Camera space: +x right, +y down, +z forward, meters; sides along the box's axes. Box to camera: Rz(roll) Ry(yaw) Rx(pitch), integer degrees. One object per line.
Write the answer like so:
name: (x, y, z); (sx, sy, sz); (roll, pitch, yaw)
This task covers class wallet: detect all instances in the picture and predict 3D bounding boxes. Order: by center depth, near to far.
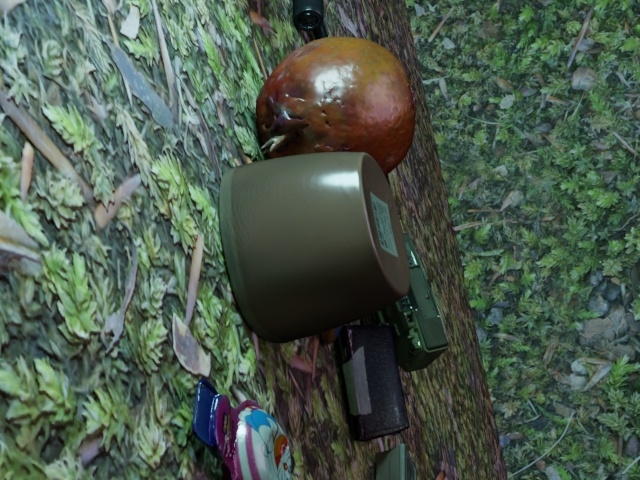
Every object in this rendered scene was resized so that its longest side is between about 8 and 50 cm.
wallet: (0.098, 0.272, 1.783); (0.262, 0.072, 0.220); (16, 66, -68)

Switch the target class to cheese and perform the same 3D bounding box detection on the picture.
cheese: (-0.093, 0.254, 1.124); (0.244, 0.062, 0.155); (58, 25, -46)

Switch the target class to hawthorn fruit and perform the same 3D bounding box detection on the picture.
hawthorn fruit: (0.005, -0.199, 1.544); (0.307, 0.276, 0.275); (-37, 113, -51)

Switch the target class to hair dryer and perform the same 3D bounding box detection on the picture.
hair dryer: (-0.001, -0.467, 2.077); (0.255, 0.070, 0.128); (64, 19, -50)

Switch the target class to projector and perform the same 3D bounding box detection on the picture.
projector: (0.170, 0.139, 1.962); (0.193, 0.088, 0.269); (119, -44, -60)

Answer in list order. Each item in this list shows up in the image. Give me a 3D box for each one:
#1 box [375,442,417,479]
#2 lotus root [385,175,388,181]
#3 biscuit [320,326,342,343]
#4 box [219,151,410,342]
box: (0.145, 0.462, 1.764); (0.122, 0.062, 0.089); (-84, 154, -53)
lotus root: (0.058, -0.137, 1.817); (0.275, 0.152, 0.160); (2, 79, -73)
biscuit: (0.072, 0.030, 1.691); (0.324, 0.049, 0.205); (-60, 159, -54)
box: (0.000, 0.000, 1.391); (0.301, 0.216, 0.300); (-15, 90, -72)
